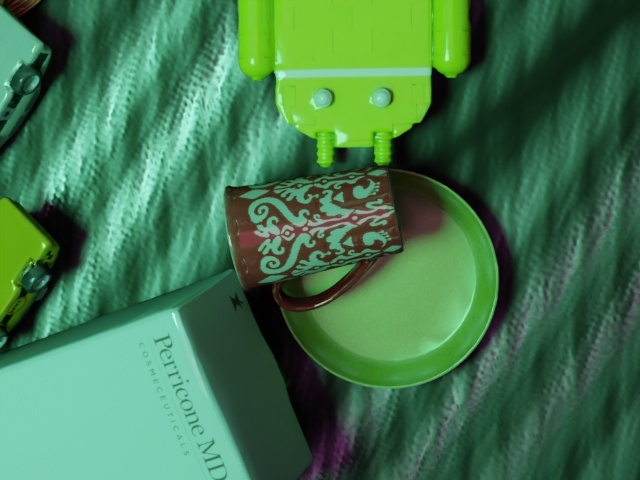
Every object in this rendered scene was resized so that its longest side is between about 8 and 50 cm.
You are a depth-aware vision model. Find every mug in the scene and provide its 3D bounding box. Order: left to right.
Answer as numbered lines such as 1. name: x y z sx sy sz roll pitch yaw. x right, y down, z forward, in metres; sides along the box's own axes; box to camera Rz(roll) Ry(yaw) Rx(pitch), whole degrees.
1. mug: -0.002 -0.009 1.236 0.169 0.150 0.113 -12 60 6

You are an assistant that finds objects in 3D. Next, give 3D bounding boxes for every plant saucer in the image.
1. plant saucer: 0.072 0.040 1.289 0.240 0.037 0.241 1 99 8

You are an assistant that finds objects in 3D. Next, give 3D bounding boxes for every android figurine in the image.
1. android figurine: 0.035 -0.213 1.250 0.248 0.056 0.273 2 97 7

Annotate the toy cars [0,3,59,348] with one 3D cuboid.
1. toy cars: -0.354 -0.060 1.311 0.176 0.087 0.394 0 94 24

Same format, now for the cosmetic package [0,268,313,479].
1. cosmetic package: -0.265 0.219 1.259 0.453 0.161 0.230 -21 95 21

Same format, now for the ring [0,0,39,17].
1. ring: -0.414 -0.376 1.241 0.336 0.032 0.337 -3 107 -11

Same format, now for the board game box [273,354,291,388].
1. board game box: -0.134 0.174 1.334 0.181 0.043 0.092 -34 92 11
